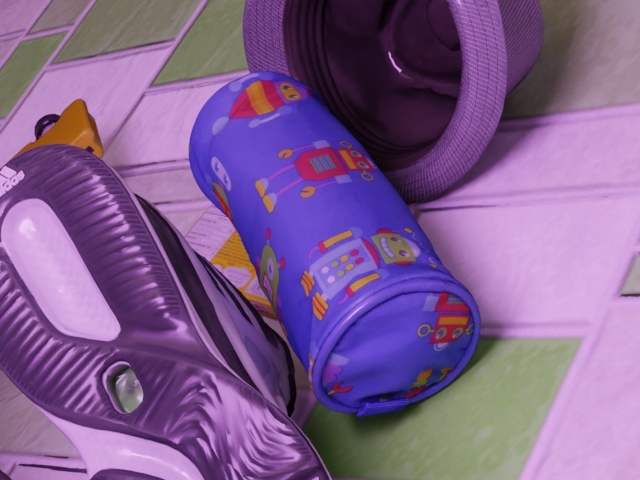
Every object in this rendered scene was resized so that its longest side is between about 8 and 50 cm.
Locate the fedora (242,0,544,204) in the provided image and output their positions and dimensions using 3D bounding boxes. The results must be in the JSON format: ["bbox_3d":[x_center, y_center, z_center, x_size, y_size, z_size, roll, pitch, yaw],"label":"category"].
[{"bbox_3d":[0.072,-0.160,1.280,0.124,0.244,0.275,-23,-9,-36],"label":"fedora"}]

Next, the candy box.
[{"bbox_3d":[-0.043,0.008,1.325,0.105,0.027,0.206,-49,33,-18],"label":"candy box"}]

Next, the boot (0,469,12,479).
[{"bbox_3d":[-0.393,0.179,1.289,0.263,0.229,0.091,-33,31,12],"label":"boot"}]

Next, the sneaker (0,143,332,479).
[{"bbox_3d":[-0.041,0.152,1.022,0.169,0.257,0.447,-34,66,13],"label":"sneaker"}]

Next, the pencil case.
[{"bbox_3d":[0.000,0.000,1.168,0.119,0.133,0.306,-6,35,-22],"label":"pencil case"}]

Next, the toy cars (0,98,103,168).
[{"bbox_3d":[-0.308,0.044,1.516,0.176,0.087,0.394,-7,47,49],"label":"toy cars"}]
